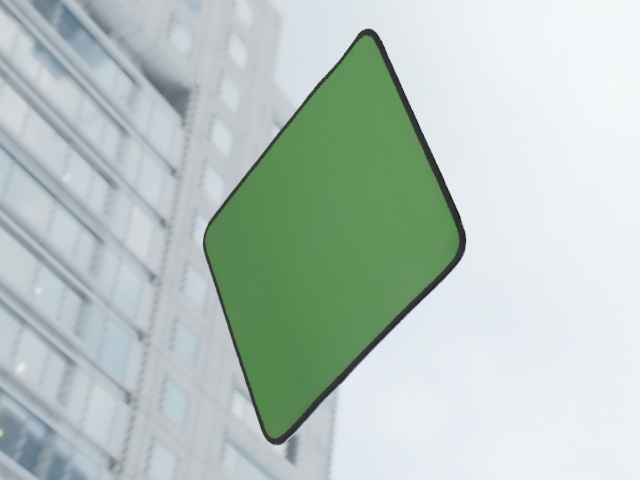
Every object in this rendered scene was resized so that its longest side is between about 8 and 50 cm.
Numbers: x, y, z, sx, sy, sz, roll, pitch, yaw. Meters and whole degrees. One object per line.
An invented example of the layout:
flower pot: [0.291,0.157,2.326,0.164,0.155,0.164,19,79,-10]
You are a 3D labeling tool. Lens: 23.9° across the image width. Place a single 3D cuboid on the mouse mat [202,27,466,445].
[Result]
mouse mat: [0.000,0.000,0.802,0.189,0.007,0.152,-48,-131,37]
